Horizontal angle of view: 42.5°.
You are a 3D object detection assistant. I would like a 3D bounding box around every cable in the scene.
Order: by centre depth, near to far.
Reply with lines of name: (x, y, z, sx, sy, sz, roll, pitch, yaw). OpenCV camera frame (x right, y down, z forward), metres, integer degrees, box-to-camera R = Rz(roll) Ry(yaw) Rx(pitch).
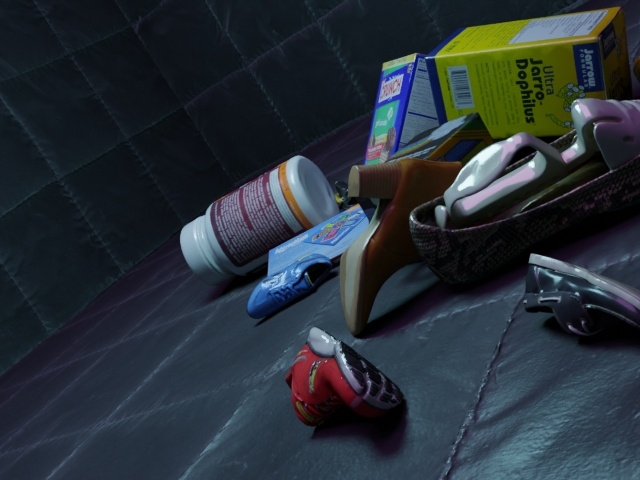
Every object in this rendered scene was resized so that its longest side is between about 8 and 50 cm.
cable: (0.098, -0.115, 2.301, 0.139, 0.072, 0.287, -17, 22, -9)

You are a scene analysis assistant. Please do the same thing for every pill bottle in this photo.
pill bottle: (-0.164, -0.043, 2.191, 0.392, 0.224, 0.224, -27, 13, 21)

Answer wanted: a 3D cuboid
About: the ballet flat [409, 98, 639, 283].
ballet flat: (0.347, -0.099, 1.203, 0.483, 0.182, 0.164, -28, 36, 15)

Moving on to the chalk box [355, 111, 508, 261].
chalk box: (0.198, -0.077, 1.527, 0.289, 0.179, 0.180, -41, 16, -33)

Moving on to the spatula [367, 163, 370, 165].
spatula: (0.126, -0.103, 1.942, 0.019, 0.168, 0.242, 7, 7, -13)

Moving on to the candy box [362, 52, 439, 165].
candy box: (0.210, -0.284, 2.022, 0.268, 0.122, 0.317, -153, 75, -77)

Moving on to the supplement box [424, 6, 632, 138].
supplement box: (0.426, -0.333, 1.683, 0.356, 0.195, 0.194, 2, 31, 35)

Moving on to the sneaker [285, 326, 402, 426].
sneaker: (0.020, 0.203, 1.103, 0.118, 0.107, 0.279, -53, 11, -7)

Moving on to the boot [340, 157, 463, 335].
boot: (0.147, 0.012, 1.358, 0.211, 0.295, 0.104, 1, 10, -18)

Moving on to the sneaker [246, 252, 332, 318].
sneaker: (-0.066, 0.097, 1.755, 0.209, 0.069, 0.082, -34, 16, -11)

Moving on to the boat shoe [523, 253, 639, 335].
boat shoe: (0.307, 0.075, 0.924, 0.079, 0.084, 0.233, -70, 21, 3)

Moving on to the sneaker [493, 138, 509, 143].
sneaker: (0.405, -0.245, 1.891, 0.121, 0.108, 0.302, -11, 17, 22)

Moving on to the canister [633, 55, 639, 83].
canister: (0.683, -0.333, 1.571, 0.126, 0.073, 0.170, -29, 13, 14)

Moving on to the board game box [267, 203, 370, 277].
board game box: (-0.002, 0.019, 1.887, 0.281, 0.027, 0.145, -27, 37, 22)
